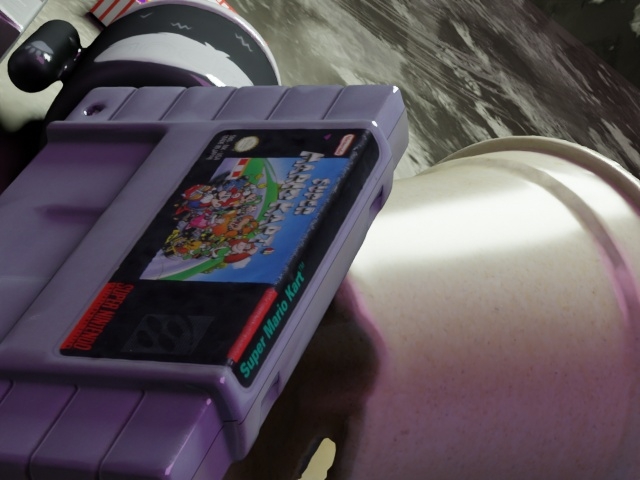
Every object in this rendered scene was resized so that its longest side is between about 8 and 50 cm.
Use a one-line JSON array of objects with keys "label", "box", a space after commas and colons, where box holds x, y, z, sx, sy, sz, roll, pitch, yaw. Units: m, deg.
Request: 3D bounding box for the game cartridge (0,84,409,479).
[{"label": "game cartridge", "box": [-0.102, 0.015, 0.841, 0.355, 0.230, 0.068, -60, 140, -49]}]

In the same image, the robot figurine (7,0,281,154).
[{"label": "robot figurine", "box": [-0.120, -0.083, 1.173, 0.278, 0.174, 0.209, -80, 153, -64]}]

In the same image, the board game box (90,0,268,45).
[{"label": "board game box", "box": [-0.138, -0.214, 1.532, 0.147, 0.045, 0.193, 44, 21, -7]}]

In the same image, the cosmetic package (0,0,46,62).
[{"label": "cosmetic package", "box": [-0.278, -0.207, 1.184, 0.127, 0.107, 0.238, 37, 26, -16]}]

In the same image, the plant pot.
[{"label": "plant pot", "box": [0.050, 0.086, 1.043, 0.305, 0.334, 0.333, 1, 49, -48]}]
